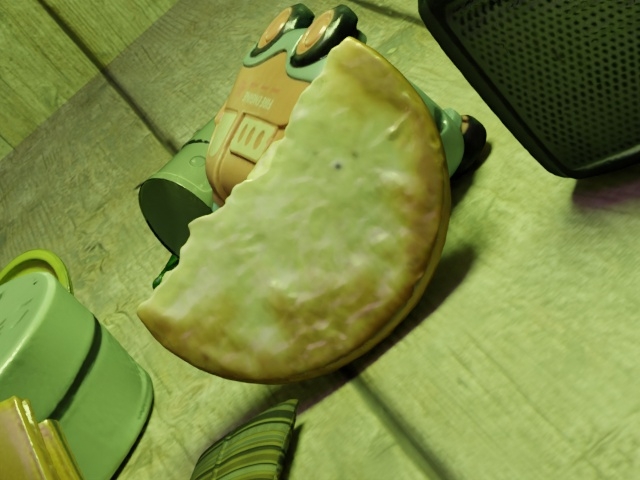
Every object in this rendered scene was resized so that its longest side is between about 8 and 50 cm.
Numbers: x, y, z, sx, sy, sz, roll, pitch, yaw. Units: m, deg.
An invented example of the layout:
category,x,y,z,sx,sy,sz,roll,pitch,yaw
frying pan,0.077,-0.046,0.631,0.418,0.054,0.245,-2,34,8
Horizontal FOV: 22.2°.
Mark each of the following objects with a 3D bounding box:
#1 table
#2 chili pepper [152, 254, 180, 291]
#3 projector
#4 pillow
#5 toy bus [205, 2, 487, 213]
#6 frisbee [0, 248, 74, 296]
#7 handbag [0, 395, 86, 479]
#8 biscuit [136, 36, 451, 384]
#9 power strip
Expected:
category,x,y,z,sx,sy,sz,roll,pitch,yaw
table,-0.075,-0.080,1.724,0.126,0.126,0.220,-15,26,53
chili pepper,-0.119,0.009,1.770,0.182,0.050,0.073,-49,13,-29
projector,0.320,-0.284,1.248,0.405,0.242,0.395,-23,28,47
pillow,-0.074,0.204,1.261,0.113,0.038,0.203,-34,20,23
toy bus,0.002,-0.081,1.545,0.232,0.194,0.288,-56,21,-4
frisbee,-0.350,0.122,1.869,0.236,0.017,0.236,-27,52,42
handbag,-0.293,0.321,1.124,0.401,0.133,0.283,-39,61,10
biscuit,0.000,0.000,1.367,0.309,0.204,0.040,-52,-23,4
power strip,-0.335,0.188,1.611,0.357,0.161,0.357,-36,18,14
